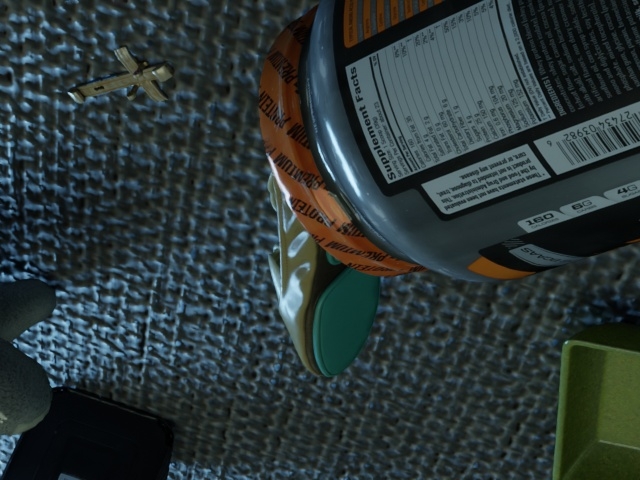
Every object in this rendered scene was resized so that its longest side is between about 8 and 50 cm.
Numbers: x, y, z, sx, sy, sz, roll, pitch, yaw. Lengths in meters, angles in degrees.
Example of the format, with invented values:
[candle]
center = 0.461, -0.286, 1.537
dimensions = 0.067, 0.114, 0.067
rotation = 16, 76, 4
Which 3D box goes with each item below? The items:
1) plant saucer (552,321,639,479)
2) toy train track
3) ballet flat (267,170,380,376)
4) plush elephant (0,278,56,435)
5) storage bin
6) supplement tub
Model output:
[plant saucer]
center = 0.259, 0.123, 1.090
dimensions = 0.188, 0.045, 0.188
rotation = 11, 142, 14
[toy train track]
center = -0.130, -0.099, 1.019
dimensions = 0.083, 0.014, 0.048
rotation = -10, 134, 35
[ballet flat]
center = 0.000, 0.000, 1.052
dimensions = 0.073, 0.080, 0.232
rotation = 38, 147, 25
[plush elephant]
center = -0.309, 0.090, 1.173
dimensions = 0.330, 0.255, 0.272
rotation = -40, 73, 15
[storage bin]
center = -0.206, 0.227, 1.326
dimensions = 0.122, 0.180, 0.084
rotation = 19, 142, 2
[supplement tub]
center = 0.131, -0.093, 0.755
dimensions = 0.316, 0.193, 0.193
rotation = -20, 128, 42
